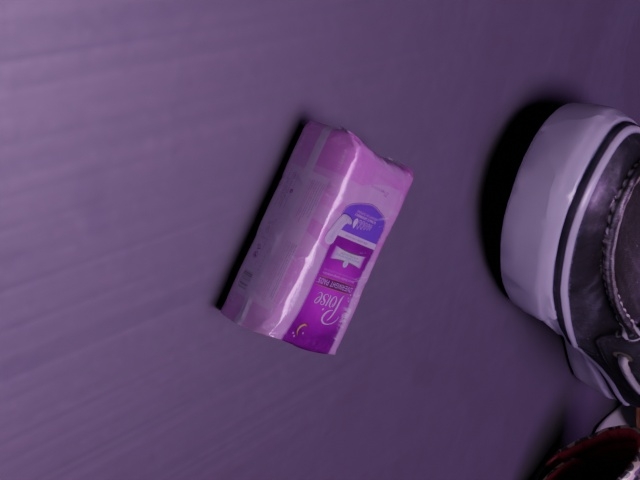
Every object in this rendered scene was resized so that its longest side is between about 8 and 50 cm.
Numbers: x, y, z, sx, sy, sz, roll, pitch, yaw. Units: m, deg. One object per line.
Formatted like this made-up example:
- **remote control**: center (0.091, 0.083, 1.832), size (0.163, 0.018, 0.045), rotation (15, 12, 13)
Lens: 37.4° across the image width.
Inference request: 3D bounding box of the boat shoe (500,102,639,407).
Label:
- **boat shoe**: center (0.206, 0.030, 0.574), size (0.121, 0.119, 0.335), rotation (-59, 145, -8)

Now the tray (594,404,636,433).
- **tray**: center (0.317, 0.193, 0.904), size (0.270, 0.030, 0.145), rotation (-19, 127, -46)

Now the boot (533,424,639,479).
- **boot**: center (0.204, 0.250, 0.739), size (0.178, 0.236, 0.085), rotation (46, 26, -19)

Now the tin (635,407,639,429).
- **tin**: center (0.333, 0.108, 0.838), size (0.190, 0.040, 0.106), rotation (-45, 133, -34)

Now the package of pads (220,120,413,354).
- **package of pads**: center (0.000, 0.000, 0.362), size (0.050, 0.032, 0.083), rotation (23, 93, -53)
